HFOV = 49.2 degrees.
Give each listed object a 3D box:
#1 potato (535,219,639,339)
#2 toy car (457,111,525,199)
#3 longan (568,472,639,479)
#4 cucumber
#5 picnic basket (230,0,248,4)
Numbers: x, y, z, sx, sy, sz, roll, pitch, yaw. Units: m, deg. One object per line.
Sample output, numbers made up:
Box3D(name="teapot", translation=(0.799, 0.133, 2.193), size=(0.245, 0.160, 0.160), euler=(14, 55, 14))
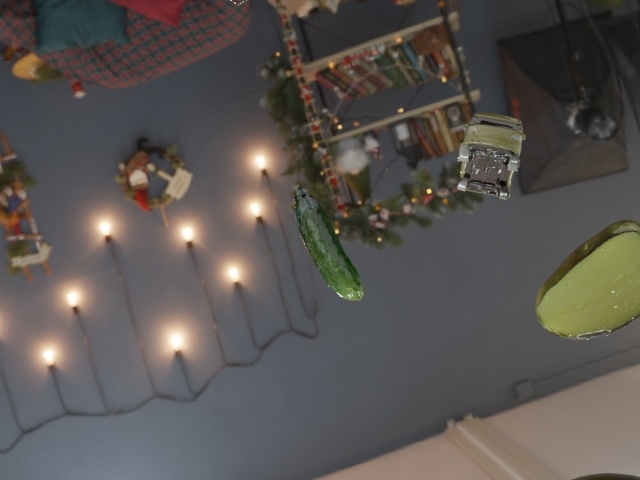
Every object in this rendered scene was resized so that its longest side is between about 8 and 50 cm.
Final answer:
Box3D(name="potato", translation=(0.486, 0.057, 1.207), size=(0.271, 0.160, 0.111), euler=(-57, -168, 41))
Box3D(name="toy car", translation=(0.300, -0.160, 1.230), size=(0.101, 0.124, 0.256), euler=(12, 168, 12))
Box3D(name="longan", translation=(0.340, 0.425, 0.714), size=(0.361, 0.361, 0.361), euler=(-16, -177, 1))
Box3D(name="cucumber", translation=(0.000, 0.000, 0.732), size=(0.037, 0.155, 0.037), euler=(-22, 153, -12))
Box3D(name="picnic basket", translation=(-0.063, -0.405, 0.813), size=(0.222, 0.129, 0.297), euler=(-35, -153, 15))
